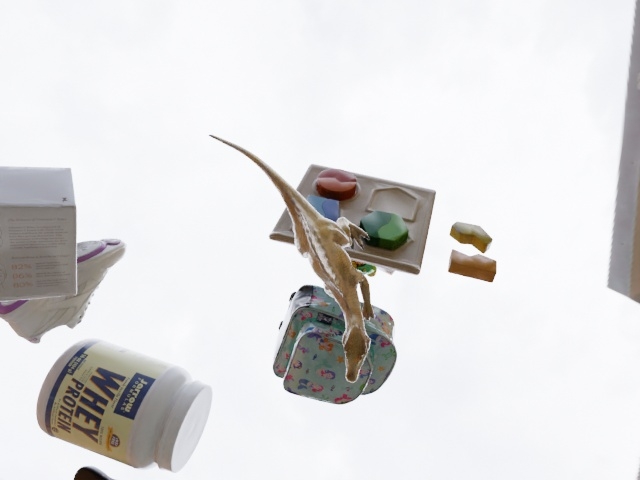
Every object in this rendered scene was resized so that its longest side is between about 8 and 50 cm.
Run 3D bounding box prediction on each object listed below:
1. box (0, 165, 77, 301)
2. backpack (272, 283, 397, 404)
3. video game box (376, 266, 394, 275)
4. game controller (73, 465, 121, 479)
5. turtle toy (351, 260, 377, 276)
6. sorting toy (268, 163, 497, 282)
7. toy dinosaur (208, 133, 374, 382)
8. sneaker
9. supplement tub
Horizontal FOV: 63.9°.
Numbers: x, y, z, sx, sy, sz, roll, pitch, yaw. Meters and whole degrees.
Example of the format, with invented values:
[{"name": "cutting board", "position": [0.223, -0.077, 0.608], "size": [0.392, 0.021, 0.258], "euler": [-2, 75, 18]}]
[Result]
[{"name": "box", "position": [-0.406, -0.008, 0.701], "size": [0.130, 0.091, 0.170], "euler": [-2, -48, -28]}, {"name": "backpack", "position": [0.039, 0.235, 1.117], "size": [0.254, 0.191, 0.225], "euler": [15, -60, -10]}, {"name": "video game box", "position": [0.117, -0.016, 1.154], "size": [0.187, 0.205, 0.048], "euler": [24, -121, 0]}, {"name": "game controller", "position": [-0.587, 0.732, 1.313], "size": [0.167, 0.067, 0.318], "euler": [21, -78, 9]}, {"name": "turtle toy", "position": [0.071, 0.033, 1.133], "size": [0.066, 0.130, 0.095], "euler": [-32, -40, -29]}, {"name": "sorting toy", "position": [0.104, -0.036, 0.753], "size": [0.308, 0.229, 0.041], "euler": [13, -52, 10]}, {"name": "toy dinosaur", "position": [0.000, 0.000, 0.352], "size": [0.053, 0.093, 0.183], "euler": [-30, -96, 9]}, {"name": "sneaker", "position": [-0.573, 0.108, 1.185], "size": [0.305, 0.114, 0.152], "euler": [-42, -46, -33]}, {"name": "supplement tub", "position": [-0.440, 0.379, 1.181], "size": [0.325, 0.235, 0.235], "euler": [16, -80, 9]}]
